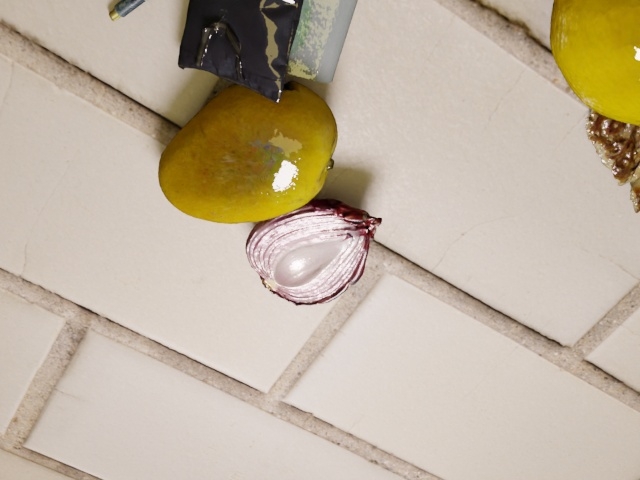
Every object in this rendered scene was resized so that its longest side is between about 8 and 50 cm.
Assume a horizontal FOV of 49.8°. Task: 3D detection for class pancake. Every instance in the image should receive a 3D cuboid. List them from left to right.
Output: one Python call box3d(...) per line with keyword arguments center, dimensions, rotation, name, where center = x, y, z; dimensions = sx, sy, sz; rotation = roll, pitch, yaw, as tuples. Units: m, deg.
box3d(center=(0.631, -0.200, 1.299), dimensions=(0.212, 0.056, 0.257), rotation=(-32, 115, 17), name="pancake")

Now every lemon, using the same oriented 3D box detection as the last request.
box3d(center=(0.536, -0.338, 1.059), dimensions=(0.364, 0.364, 0.364), rotation=(0, 120, 0), name="lemon")

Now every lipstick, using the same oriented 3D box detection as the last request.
box3d(center=(-0.325, -0.417, 1.196), dimensions=(0.116, 0.037, 0.037), rotation=(-27, 116, 20), name="lipstick")

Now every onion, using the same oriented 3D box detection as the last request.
box3d(center=(0.000, 0.000, 1.383), dimensions=(0.284, 0.120, 0.227), rotation=(-26, 122, 20), name="onion")

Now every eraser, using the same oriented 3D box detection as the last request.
box3d(center=(-0.030, -0.401, 1.175), dimensions=(0.174, 0.081, 0.227), rotation=(16, 120, -6), name="eraser")

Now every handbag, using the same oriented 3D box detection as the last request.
box3d(center=(-0.140, -0.357, 1.134), dimensions=(0.254, 0.089, 0.211), rotation=(27, 116, 30), name="handbag")

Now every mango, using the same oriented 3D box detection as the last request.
box3d(center=(-0.140, -0.152, 1.259), dimensions=(0.365, 0.182, 0.253), rotation=(-20, 110, 18), name="mango")
